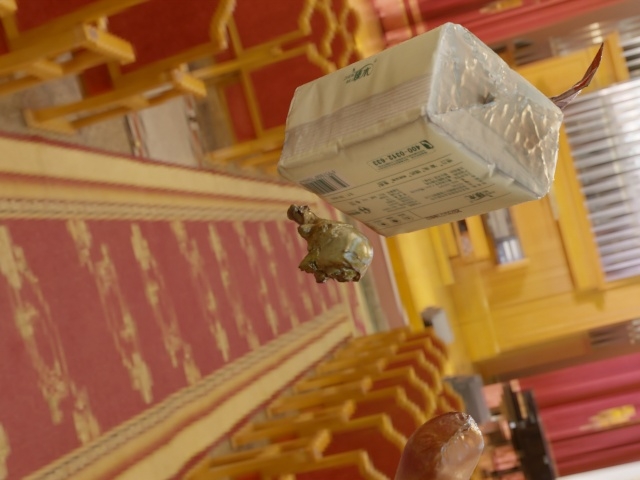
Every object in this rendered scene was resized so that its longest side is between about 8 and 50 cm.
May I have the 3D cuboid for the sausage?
[{"bbox_3d":[0.120,0.282,1.212,0.083,0.089,0.300,48,-26,30],"label":"sausage"}]

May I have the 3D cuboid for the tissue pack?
[{"bbox_3d":[0.158,-0.162,1.762,0.297,0.380,0.207,31,62,-33],"label":"tissue pack"}]

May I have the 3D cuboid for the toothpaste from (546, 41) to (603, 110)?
[{"bbox_3d":[0.403,-0.246,1.801,0.048,0.075,0.301,51,-12,2],"label":"toothpaste"}]

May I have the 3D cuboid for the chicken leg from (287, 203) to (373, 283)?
[{"bbox_3d":[0.000,0.000,1.352,0.178,0.093,0.070,48,-24,52],"label":"chicken leg"}]
